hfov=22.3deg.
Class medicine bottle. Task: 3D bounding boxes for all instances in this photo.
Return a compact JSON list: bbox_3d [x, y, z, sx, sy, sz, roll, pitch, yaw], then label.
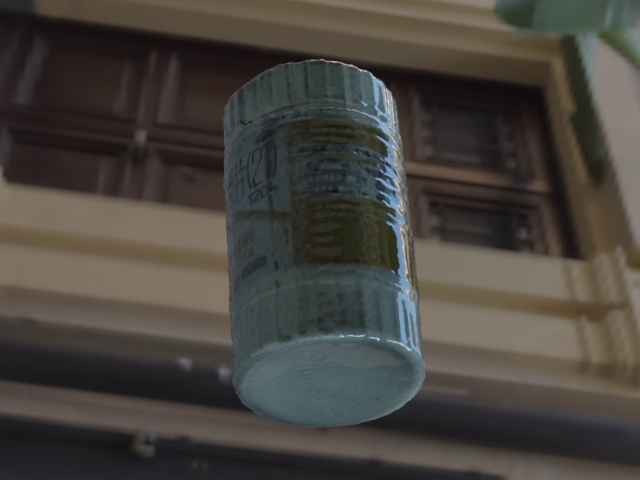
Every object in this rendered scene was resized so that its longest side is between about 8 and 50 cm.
[{"bbox_3d":[0.000,0.000,0.403,0.047,0.047,0.083,104,-14,-54],"label":"medicine bottle"}]
